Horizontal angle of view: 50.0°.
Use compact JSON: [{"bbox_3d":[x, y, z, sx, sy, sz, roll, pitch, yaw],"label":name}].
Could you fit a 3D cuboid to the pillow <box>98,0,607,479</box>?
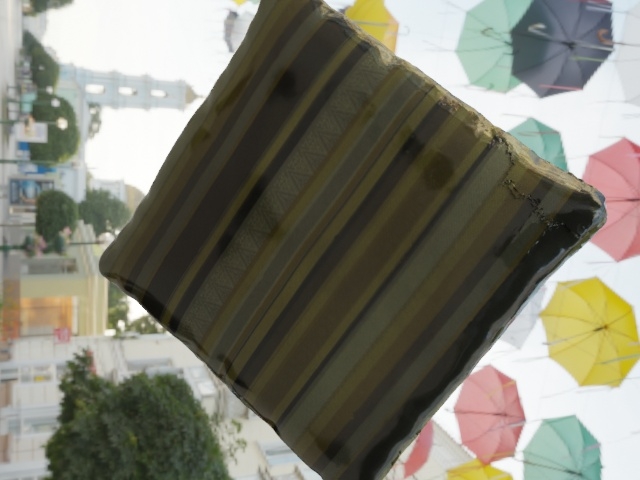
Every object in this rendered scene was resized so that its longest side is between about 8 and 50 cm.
[{"bbox_3d":[0.000,0.000,0.366,0.212,0.052,0.208,39,-73,12],"label":"pillow"}]
